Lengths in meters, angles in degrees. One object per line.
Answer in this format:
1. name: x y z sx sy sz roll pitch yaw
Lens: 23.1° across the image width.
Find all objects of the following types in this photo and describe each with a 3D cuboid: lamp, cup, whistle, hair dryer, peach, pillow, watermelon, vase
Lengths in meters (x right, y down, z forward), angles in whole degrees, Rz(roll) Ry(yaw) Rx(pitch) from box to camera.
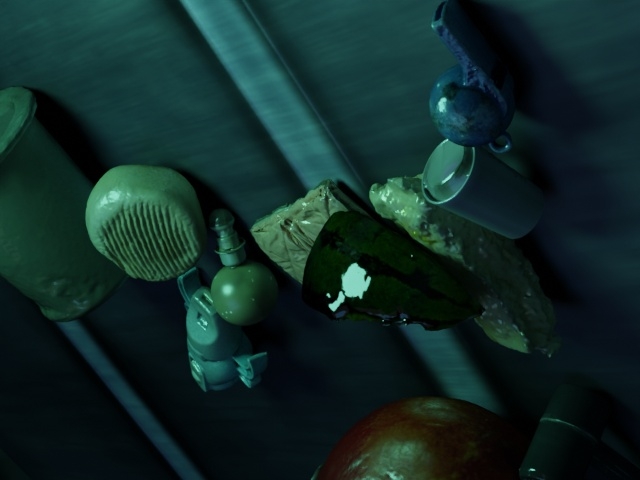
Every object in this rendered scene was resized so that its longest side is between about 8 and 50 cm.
1. lamp: -0.113 0.031 2.080 0.091 0.091 0.163 7 122 47
2. cup: 0.160 -0.061 1.577 0.116 0.074 0.104 26 -154 -33
3. whistle: 0.134 -0.144 1.488 0.158 0.090 0.090 50 152 -18
4. hair dryer: 0.334 0.272 1.835 0.219 0.124 0.071 35 160 -26
5. peach: 0.130 0.375 1.986 0.310 0.335 0.406 26 155 25
6. whistle: -0.150 0.144 2.249 0.186 0.093 0.274 49 162 22
7. pillow: 0.000 0.000 1.923 0.126 0.043 0.232 42 151 -12
8. watermelon: 0.059 0.040 1.737 0.129 0.123 0.301 20 178 -31
9. vase: -0.413 -0.037 2.212 0.245 0.245 0.291 5 142 49

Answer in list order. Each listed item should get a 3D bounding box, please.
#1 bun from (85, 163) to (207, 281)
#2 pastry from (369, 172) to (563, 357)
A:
1. bun: -0.228 -0.033 2.082 0.167 0.113 0.173 14 135 -8
2. pastry: 0.159 0.015 1.686 0.258 0.089 0.121 52 154 -19
